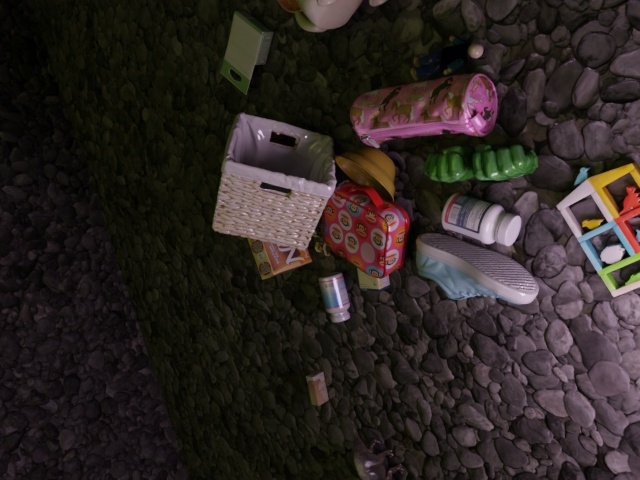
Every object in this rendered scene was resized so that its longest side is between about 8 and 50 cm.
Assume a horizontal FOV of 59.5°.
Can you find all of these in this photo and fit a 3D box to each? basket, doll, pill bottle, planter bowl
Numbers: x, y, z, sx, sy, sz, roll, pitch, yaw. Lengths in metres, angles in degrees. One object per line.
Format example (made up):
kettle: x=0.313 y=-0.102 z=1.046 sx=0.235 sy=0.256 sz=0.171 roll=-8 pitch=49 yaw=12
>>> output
basket: x=-0.143 y=-0.179 z=1.730 sx=0.331 sy=0.328 sz=0.266 roll=-89 pitch=15 yaw=-54
doll: x=0.324 y=-0.467 z=1.427 sx=0.189 sy=0.046 sz=0.129 roll=-3 pitch=60 yaw=43
pill bottle: x=0.051 y=0.193 z=1.907 sx=0.087 sy=0.087 sz=0.160 roll=-8 pitch=97 yaw=46
planter bowl: x=0.153 y=-0.212 z=1.642 sx=0.217 sy=0.217 sz=0.090 roll=35 pitch=84 yaw=33
pill bottle: x=0.416 y=-0.051 z=1.448 sx=0.180 sy=0.108 sz=0.108 roll=24 pitch=119 yaw=38

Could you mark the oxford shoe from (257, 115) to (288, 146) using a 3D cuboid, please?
oxford shoe: x=-0.161 y=-0.340 z=1.949 sx=0.271 sy=0.097 sz=0.098 roll=41 pitch=122 yaw=28

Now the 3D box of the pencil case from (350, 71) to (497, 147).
pencil case: x=0.266 y=-0.336 z=1.467 sx=0.386 sy=0.160 sz=0.167 roll=1 pitch=91 yaw=43

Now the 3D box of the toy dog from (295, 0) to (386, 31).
toy dog: x=0.022 y=-0.820 z=1.522 sx=0.395 sy=0.284 sz=0.408 roll=-32 pitch=78 yaw=64

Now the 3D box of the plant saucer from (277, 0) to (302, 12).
plant saucer: x=-0.069 y=-0.816 z=1.745 sx=0.200 sy=0.037 sz=0.200 roll=16 pitch=113 yaw=40

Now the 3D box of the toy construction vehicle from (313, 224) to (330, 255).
toy construction vehicle: x=0.000 y=0.000 z=1.934 sx=0.086 sy=0.035 sz=0.098 roll=14 pitch=112 yaw=42

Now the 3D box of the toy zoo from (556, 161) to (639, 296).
toy zoo: x=0.667 y=-0.040 z=1.255 sx=0.192 sy=0.030 sz=0.293 roll=-37 pitch=76 yaw=45

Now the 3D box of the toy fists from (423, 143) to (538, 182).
toy fists: x=0.392 y=-0.195 z=1.402 sx=0.279 sy=0.142 sz=0.096 roll=5 pitch=106 yaw=44

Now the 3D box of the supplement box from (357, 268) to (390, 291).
supplement box: x=0.169 y=0.114 z=1.785 sx=0.083 sy=0.056 sz=0.083 roll=0 pitch=103 yaw=45

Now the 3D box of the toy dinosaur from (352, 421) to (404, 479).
toy dinosaur: x=0.179 y=0.775 z=1.911 sx=0.121 sy=0.160 sz=0.313 roll=-24 pitch=87 yaw=46

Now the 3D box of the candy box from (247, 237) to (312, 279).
candy box: x=-0.169 y=-0.040 z=1.983 sx=0.087 sy=0.183 sz=0.316 roll=-22 pitch=87 yaw=48

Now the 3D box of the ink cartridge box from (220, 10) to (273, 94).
ink cartridge box: x=-0.263 y=-0.661 z=1.975 sx=0.171 sy=0.056 sz=0.235 roll=44 pitch=133 yaw=27

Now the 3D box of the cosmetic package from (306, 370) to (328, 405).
cosmetic package: x=-0.011 y=0.555 z=2.104 sx=0.041 sy=0.060 sz=0.115 roll=-4 pitch=101 yaw=46

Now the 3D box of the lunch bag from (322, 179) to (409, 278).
lunch bag: x=0.129 y=-0.051 z=1.693 sx=0.293 sy=0.120 sz=0.258 roll=34 pitch=136 yaw=39

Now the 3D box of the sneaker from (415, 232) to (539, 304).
sneaker: x=0.409 y=0.103 z=1.503 sx=0.366 sy=0.135 sz=0.150 roll=32 pitch=131 yaw=45
